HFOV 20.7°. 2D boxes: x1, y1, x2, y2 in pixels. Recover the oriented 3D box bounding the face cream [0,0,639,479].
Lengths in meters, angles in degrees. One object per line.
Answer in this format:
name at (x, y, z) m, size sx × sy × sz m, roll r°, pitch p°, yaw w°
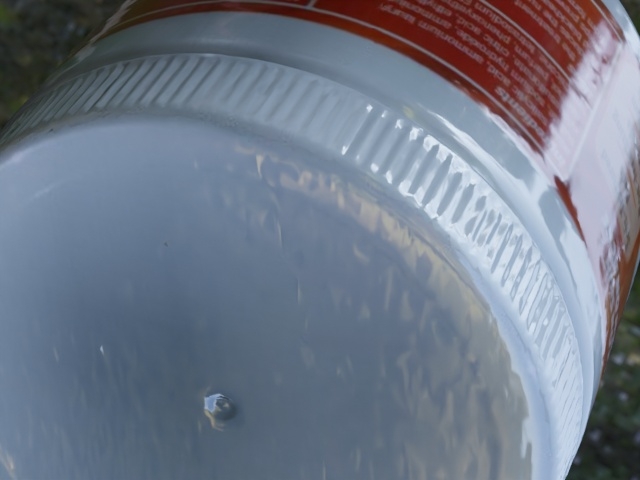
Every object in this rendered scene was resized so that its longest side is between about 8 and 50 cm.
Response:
face cream at (0.000, 0.000, 0.572) m, size 0.201 × 0.201 × 0.187 m, roll -49°, pitch -173°, yaw 37°
